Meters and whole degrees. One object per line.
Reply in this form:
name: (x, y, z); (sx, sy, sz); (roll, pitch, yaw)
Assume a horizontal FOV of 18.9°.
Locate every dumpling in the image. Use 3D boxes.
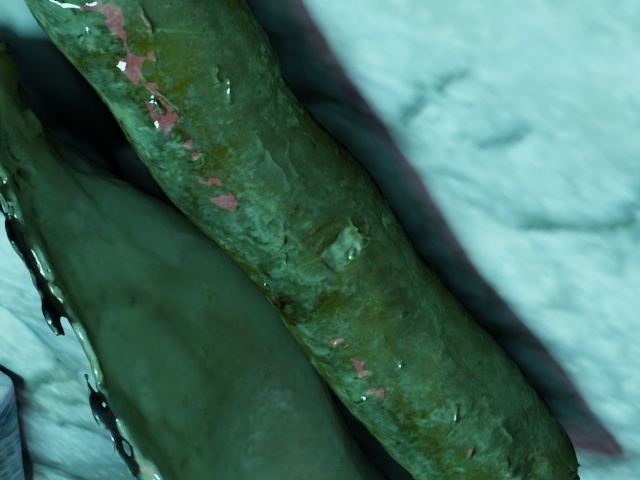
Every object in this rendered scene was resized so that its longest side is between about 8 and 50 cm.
dumpling: (-0.036, 0.069, 0.737); (0.332, 0.086, 0.166); (61, 176, -37)

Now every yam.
yam: (0.000, 0.000, 0.625); (0.061, 0.061, 0.253); (-2, 134, 50)

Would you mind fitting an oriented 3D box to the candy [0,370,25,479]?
candy: (-0.210, 0.108, 1.005); (0.092, 0.073, 0.160); (32, 151, 14)
